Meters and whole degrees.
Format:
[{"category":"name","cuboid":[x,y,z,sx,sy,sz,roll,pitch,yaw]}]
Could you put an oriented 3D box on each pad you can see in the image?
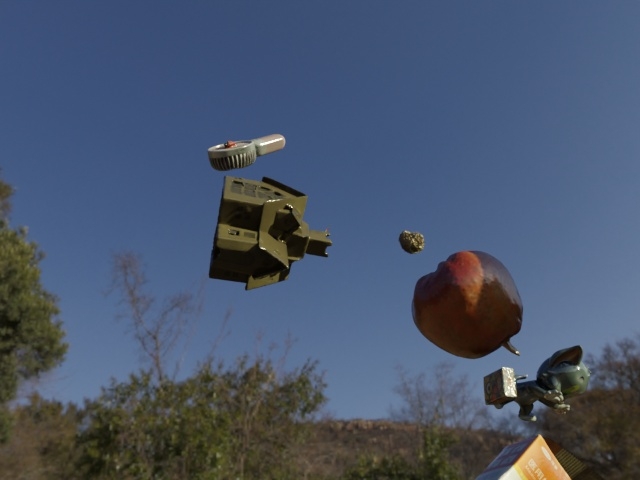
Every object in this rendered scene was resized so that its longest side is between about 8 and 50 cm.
[{"category":"pad","cuboid":[0.762,0.676,1.857,0.250,0.055,0.323,36,-21,18]}]

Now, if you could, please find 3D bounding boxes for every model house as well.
[{"category":"model house","cuboid":[-0.096,0.002,1.299,0.243,0.204,0.211,9,-61,-11]}]

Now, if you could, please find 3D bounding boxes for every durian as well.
[{"category":"durian","cuboid":[0.280,0.002,1.949,0.080,0.091,0.080,-24,-47,-29]}]

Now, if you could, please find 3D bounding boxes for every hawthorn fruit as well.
[{"category":"hawthorn fruit","cuboid":[0.379,0.178,1.560,0.277,0.298,0.277,-36,-23,-18]}]

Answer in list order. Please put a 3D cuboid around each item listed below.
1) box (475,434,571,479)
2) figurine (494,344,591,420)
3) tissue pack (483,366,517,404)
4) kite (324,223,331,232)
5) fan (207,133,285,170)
[{"category":"box","cuboid":[0.505,0.682,1.600,0.341,0.225,0.143,-23,-16,-44]},{"category":"figurine","cuboid":[0.597,0.394,1.685,0.265,0.140,0.193,-20,-48,29]},{"category":"tissue pack","cuboid":[0.373,0.305,1.312,0.035,0.063,0.083,10,-27,-13]},{"category":"kite","cuboid":[0.000,0.000,1.935,0.004,0.090,0.122,36,-61,7]},{"category":"fan","cuboid":[-0.202,-0.255,1.762,0.130,0.074,0.244,8,25,45]}]
